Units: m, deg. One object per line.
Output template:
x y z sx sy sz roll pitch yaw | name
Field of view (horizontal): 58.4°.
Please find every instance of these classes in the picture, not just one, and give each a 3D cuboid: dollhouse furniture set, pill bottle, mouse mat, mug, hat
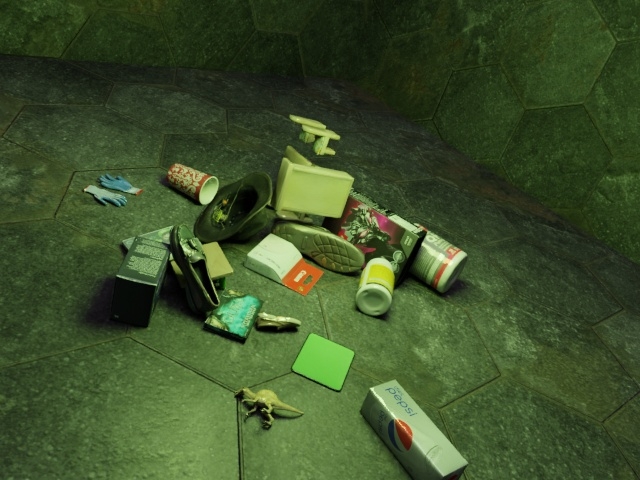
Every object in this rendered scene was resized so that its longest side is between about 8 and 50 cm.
-0.094 -0.244 2.116 0.257 0.361 0.394 7 22 -29 | dollhouse furniture set
0.380 0.045 2.179 0.319 0.176 0.176 34 33 23 | pill bottle
0.011 0.344 1.640 0.153 0.007 0.189 23 29 6 | mouse mat
-0.489 -0.211 2.192 0.169 0.150 0.113 25 66 17 | mug
-0.273 -0.081 1.991 0.134 0.331 0.331 50 12 -35 | hat
0.191 0.152 1.949 0.119 0.119 0.208 20 30 1 | pill bottle

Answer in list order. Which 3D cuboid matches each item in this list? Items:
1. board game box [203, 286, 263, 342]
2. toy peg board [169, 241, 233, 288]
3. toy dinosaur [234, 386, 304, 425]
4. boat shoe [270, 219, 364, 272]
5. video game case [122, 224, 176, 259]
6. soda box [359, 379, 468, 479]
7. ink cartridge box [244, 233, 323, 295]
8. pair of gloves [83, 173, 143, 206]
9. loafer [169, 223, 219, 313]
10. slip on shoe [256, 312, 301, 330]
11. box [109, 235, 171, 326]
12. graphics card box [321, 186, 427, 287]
-0.251 0.215 1.677 0.126 0.026 0.186 20 30 0 | board game box
-0.371 0.097 1.772 0.161 0.079 0.161 -15 41 -22 | toy peg board
-0.126 0.405 1.412 0.183 0.053 0.092 19 28 0 | toy dinosaur
0.000 0.000 2.076 0.356 0.132 0.130 23 28 6 | boat shoe
-0.499 0.015 1.792 0.191 0.022 0.173 -20 35 -30 | video game case
0.227 0.490 1.440 0.098 0.091 0.286 -7 39 -37 | soda box
-0.116 0.077 1.959 0.233 0.066 0.189 22 29 12 | ink cartridge box
-0.740 -0.180 2.045 0.159 0.023 0.198 22 29 4 | pair of gloves
-0.349 0.075 1.632 0.084 0.267 0.096 -13 5 35 | loafer
-0.124 0.246 1.691 0.135 0.051 0.041 15 69 -24 | slip on shoe
-0.494 0.110 1.582 0.108 0.153 0.207 15 31 -10 | box
0.181 -0.019 2.111 0.371 0.232 0.094 33 27 21 | graphics card box
